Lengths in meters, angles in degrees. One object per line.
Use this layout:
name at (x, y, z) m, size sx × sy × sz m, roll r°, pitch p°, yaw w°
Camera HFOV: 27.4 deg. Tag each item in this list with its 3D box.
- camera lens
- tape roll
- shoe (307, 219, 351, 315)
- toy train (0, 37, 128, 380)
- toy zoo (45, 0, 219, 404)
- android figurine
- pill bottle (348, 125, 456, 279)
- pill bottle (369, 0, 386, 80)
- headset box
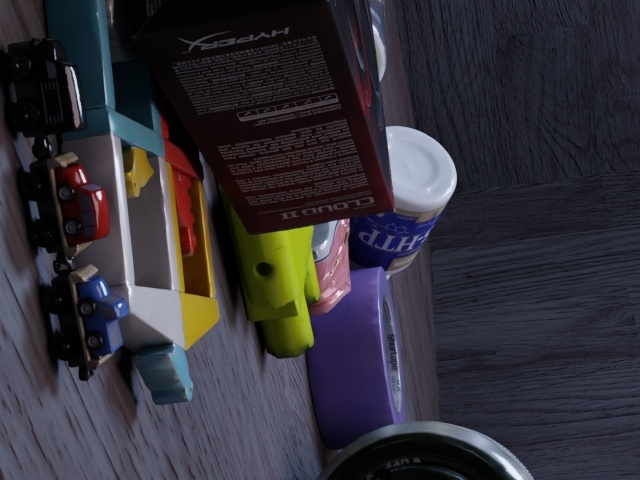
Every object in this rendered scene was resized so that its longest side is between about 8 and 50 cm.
camera lens at (0.103, 0.278, 1.208) m, size 0.274 × 0.219 × 0.219 m, roll 44°, pitch 39°, yaw -78°
tape roll at (0.039, 0.126, 1.400) m, size 0.189 × 0.080 × 0.189 m, roll -8°, pitch 90°, yaw -82°
shoe at (0.000, 0.000, 1.323) m, size 0.178 × 0.063 × 0.081 m, roll -74°, pitch 157°, yaw -58°
toy train at (-0.114, -0.014, 0.599) m, size 0.027 × 0.036 × 0.158 m, roll -55°, pitch 137°, yaw -78°
toy zoo at (-0.102, -0.054, 0.740) m, size 0.192 × 0.030 × 0.293 m, roll 26°, pitch 57°, yaw -81°
android figurine at (-0.042, -0.049, 1.088) m, size 0.248 × 0.056 × 0.273 m, roll -79°, pitch 162°, yaw -65°
pill bottle at (0.067, -0.026, 1.447) m, size 0.187 × 0.112 × 0.112 m, roll 116°, pitch -21°, yaw -49°
pill bottle at (-0.005, -0.242, 1.251) m, size 0.246 × 0.130 × 0.130 m, roll -90°, pitch 169°, yaw -45°
headset box at (-0.030, -0.151, 0.832) m, size 0.293 × 0.110 × 0.218 m, roll 65°, pitch 17°, yaw -64°
